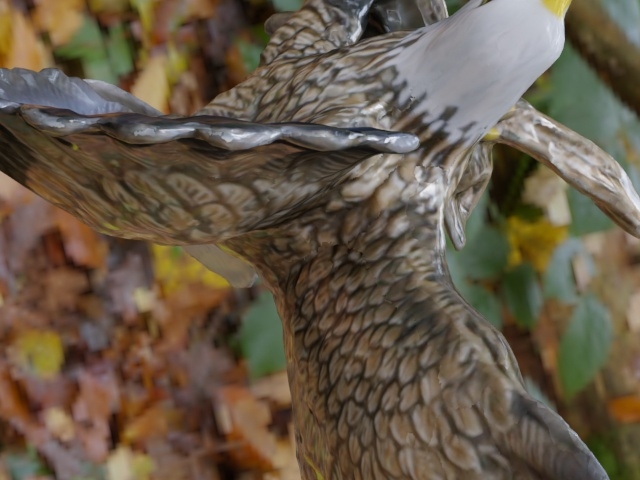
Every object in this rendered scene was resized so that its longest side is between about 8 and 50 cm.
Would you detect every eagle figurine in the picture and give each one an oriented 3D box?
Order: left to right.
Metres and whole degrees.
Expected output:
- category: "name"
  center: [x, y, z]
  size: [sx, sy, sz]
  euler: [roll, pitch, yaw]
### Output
- category: "eagle figurine"
  center: [0.004, -0.008, 0.573]
  size: [0.298, 0.226, 0.225]
  euler: [-69, 171, -53]
